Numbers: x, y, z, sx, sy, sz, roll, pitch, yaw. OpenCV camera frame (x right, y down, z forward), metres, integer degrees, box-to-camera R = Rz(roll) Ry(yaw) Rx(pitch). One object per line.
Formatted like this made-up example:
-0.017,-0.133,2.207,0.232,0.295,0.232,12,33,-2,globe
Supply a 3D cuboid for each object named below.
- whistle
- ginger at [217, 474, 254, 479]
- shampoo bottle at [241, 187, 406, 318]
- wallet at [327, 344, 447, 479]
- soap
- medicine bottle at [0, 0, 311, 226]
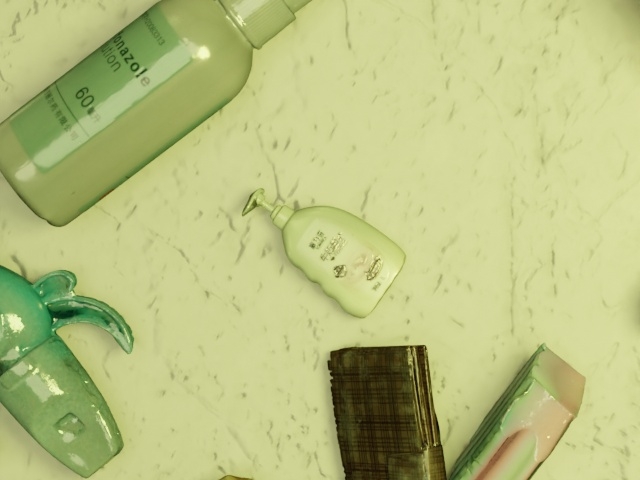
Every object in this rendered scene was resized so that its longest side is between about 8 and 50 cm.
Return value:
-0.280,0.097,1.529,0.186,0.093,0.274,-39,90,4,whistle
-0.145,0.323,1.496,0.221,0.130,0.276,37,88,14,ginger
0.000,0.000,1.520,0.152,0.045,0.077,36,94,6,shampoo bottle
0.065,0.207,1.487,0.042,0.124,0.230,-5,87,-39,wallet
0.173,0.169,1.474,0.056,0.100,0.149,33,118,-1,soap
-0.129,-0.156,1.500,0.352,0.110,0.110,-37,87,5,medicine bottle
